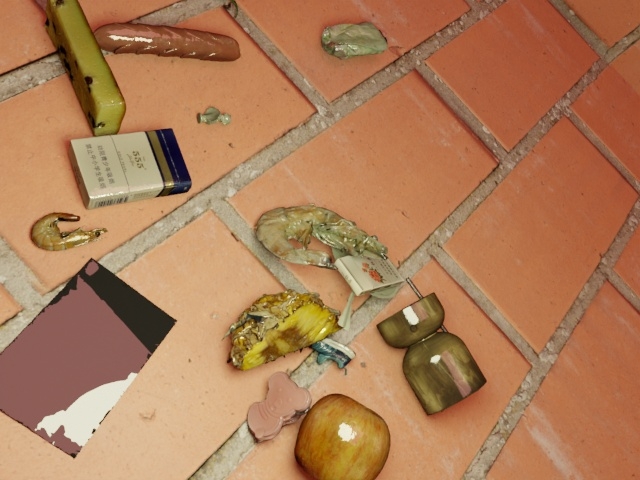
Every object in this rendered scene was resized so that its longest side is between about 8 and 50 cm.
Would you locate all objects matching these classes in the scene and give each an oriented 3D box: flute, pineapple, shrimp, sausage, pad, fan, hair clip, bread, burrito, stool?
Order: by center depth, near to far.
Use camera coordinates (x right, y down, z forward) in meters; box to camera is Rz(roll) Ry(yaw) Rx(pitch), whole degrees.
[{"bbox_3d":[-0.506,0.236,1.360,0.247,0.007,0.368,37,54,-6],"label":"pad"},{"bbox_3d":[-0.099,0.377,1.440,0.138,0.102,0.123,-25,44,-29],"label":"hair clip"},{"bbox_3d":[-0.566,-0.023,1.446,0.162,0.045,0.095,-11,50,-27],"label":"shrimp"},{"bbox_3d":[-0.105,0.172,1.498,0.334,0.158,0.161,-21,48,-25],"label":"pineapple"},{"bbox_3d":[-0.586,-0.442,1.580,0.077,0.138,0.362,-20,76,-32],"label":"bread"},{"bbox_3d":[0.000,0.000,1.621,0.360,0.085,0.247,17,36,16],"label":"shrimp"},{"bbox_3d":[0.284,0.290,1.649,0.179,0.179,0.264,-22,78,-35],"label":"stool"},{"bbox_3d":[0.097,0.103,1.661,0.233,0.012,0.415,37,32,-4],"label":"fan"},{"bbox_3d":[-0.415,-0.543,1.757,0.432,0.088,0.088,-5,68,-30],"label":"sausage"},{"bbox_3d":[0.324,0.215,1.810,0.014,0.014,0.270,-31,82,-36],"label":"flute"},{"bbox_3d":[0.104,-0.647,2.089,0.228,0.089,0.144,-19,62,-35],"label":"burrito"}]

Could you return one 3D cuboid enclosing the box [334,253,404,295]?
[{"bbox_3d":[0.131,0.083,1.680,0.198,0.029,0.109,-8,55,-50],"label":"box"}]

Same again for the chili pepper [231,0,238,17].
[{"bbox_3d":[-0.349,-0.799,1.937,0.278,0.065,0.122,29,64,-10],"label":"chili pepper"}]

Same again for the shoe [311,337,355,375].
[{"bbox_3d":[0.015,0.276,1.589,0.142,0.064,0.071,26,77,-7],"label":"shoe"}]

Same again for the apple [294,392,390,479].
[{"bbox_3d":[0.050,0.448,1.429,0.211,0.211,0.188,30,84,-12],"label":"apple"}]

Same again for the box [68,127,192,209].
[{"bbox_3d":[-0.459,-0.179,1.555,0.259,0.071,0.168,-13,72,-33],"label":"box"}]

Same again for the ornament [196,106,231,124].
[{"bbox_3d":[-0.289,-0.336,1.746,0.092,0.041,0.068,13,37,-9],"label":"ornament"}]
